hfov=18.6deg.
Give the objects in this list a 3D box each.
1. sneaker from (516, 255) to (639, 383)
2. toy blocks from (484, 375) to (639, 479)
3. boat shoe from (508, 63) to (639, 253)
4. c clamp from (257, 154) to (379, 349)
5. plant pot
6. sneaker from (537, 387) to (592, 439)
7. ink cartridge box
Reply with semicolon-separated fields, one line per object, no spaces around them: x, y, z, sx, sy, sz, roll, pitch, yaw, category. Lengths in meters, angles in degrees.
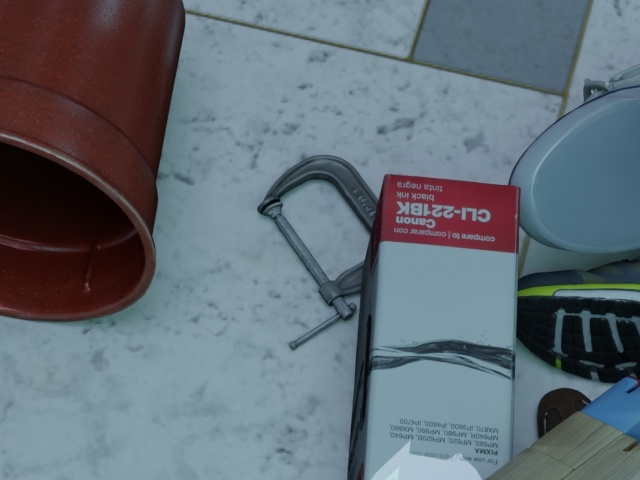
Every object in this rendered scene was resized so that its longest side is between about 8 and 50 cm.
0.305;0.041;1.656;0.300;0.111;0.121;-3;44;1;sneaker
0.240;0.257;1.413;0.261;0.381;0.191;-33;31;-24;toy blocks
0.281;-0.101;1.690;0.367;0.135;0.156;-29;21;-26;boat shoe
0.000;0.000;1.721;0.137;0.022;0.160;-25;65;-10;c clamp
-0.243;-0.113;1.671;0.272;0.272;0.265;8;55;7;plant pot
0.228;0.195;1.584;0.066;0.071;0.188;-17;64;-6;sneaker
0.087;0.114;1.555;0.114;0.197;0.272;5;64;-3;ink cartridge box
